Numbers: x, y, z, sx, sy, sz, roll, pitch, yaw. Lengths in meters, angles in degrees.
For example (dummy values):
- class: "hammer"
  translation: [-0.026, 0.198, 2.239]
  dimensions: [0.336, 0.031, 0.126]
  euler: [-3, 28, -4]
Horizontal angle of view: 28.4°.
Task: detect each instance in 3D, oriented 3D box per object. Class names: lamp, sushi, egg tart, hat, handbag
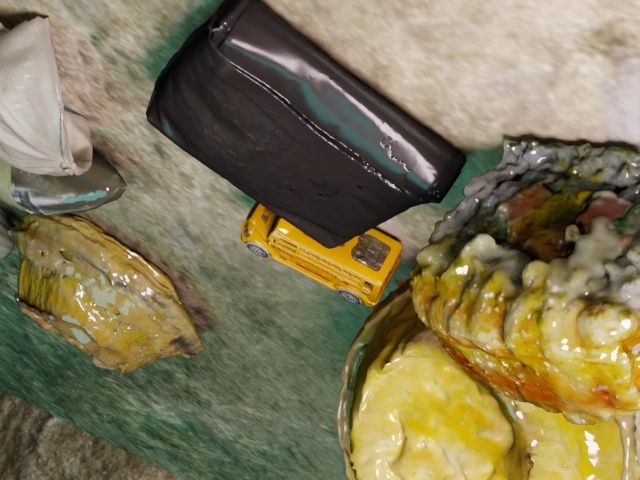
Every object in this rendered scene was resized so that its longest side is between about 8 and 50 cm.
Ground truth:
- class: "lamp"
  translation: [-0.331, -0.079, 1.525]
  dimensions: [0.250, 0.101, 0.101]
  euler: [13, 153, 35]
- class: "sushi"
  translation: [0.178, 0.024, 0.951]
  dimensions: [0.274, 0.184, 0.139]
  euler: [14, 150, 48]
- class: "egg tart"
  translation: [0.134, 0.185, 1.183]
  dimensions: [0.345, 0.345, 0.132]
  euler: [14, -169, 38]
- class: "hat"
  translation: [-0.354, -0.153, 1.339]
  dimensions: [0.226, 0.164, 0.219]
  euler: [5, 154, 7]
- class: "egg tart"
  translation: [-0.333, 0.095, 1.874]
  dimensions: [0.352, 0.150, 0.352]
  euler: [30, 162, 11]
- class: "handbag"
  translation: [-0.023, -0.090, 1.099]
  dimensions: [0.247, 0.080, 0.223]
  euler: [35, 159, -12]

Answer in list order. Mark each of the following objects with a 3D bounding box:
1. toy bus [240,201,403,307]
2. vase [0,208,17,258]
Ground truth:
- class: "toy bus"
  translation: [0.000, 0.000, 1.291]
  dimensions: [0.162, 0.069, 0.074]
  euler: [27, 159, 7]
- class: "vase"
  translation: [-0.561, -0.051, 1.892]
  dimensions: [0.128, 0.128, 0.248]
  euler: [10, 161, 44]
